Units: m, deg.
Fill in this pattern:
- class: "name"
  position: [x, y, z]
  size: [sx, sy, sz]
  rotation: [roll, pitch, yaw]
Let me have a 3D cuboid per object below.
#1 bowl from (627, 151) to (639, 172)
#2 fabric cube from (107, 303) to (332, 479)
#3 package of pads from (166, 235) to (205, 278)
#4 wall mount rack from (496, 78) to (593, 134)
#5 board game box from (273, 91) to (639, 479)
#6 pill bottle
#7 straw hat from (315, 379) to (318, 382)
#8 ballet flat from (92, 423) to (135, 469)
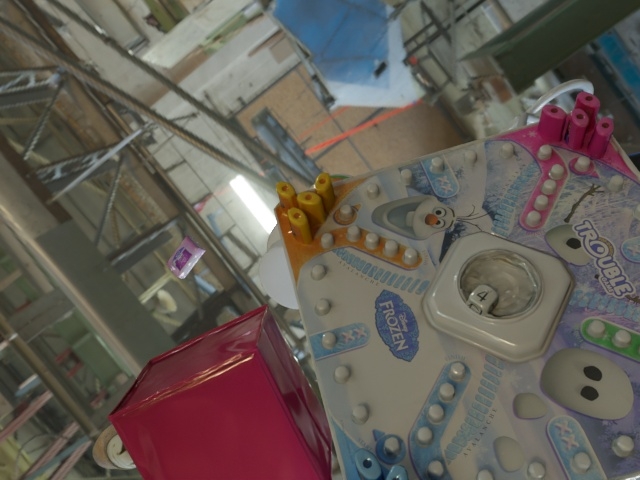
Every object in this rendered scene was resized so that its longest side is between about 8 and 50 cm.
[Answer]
- class: "bowl"
  position: [0.694, -0.065, 1.364]
  size: [0.077, 0.391, 0.391]
  rotation: [60, -174, -29]
- class: "fabric cube"
  position: [-0.147, 0.297, 1.058]
  size: [0.259, 0.254, 0.258]
  rotation: [-90, -25, -81]
- class: "package of pads"
  position: [-0.292, 0.036, 1.384]
  size: [0.050, 0.083, 0.032]
  rotation: [41, -173, 31]
- class: "wall mount rack"
  position: [0.263, -0.081, 0.942]
  size: [0.304, 0.350, 0.130]
  rotation: [1, -128, -43]
- class: "board game box"
  position: [0.173, 0.042, 0.618]
  size: [0.050, 0.390, 0.390]
  rotation: [74, 179, -54]
- class: "pill bottle"
  position: [0.000, 0.000, 0.987]
  size: [0.136, 0.136, 0.245]
  rotation: [52, -148, -9]
- class: "straw hat"
  position: [0.065, 0.238, 1.115]
  size: [0.144, 0.061, 0.144]
  rotation: [17, 165, 4]
- class: "ballet flat"
  position: [-0.366, 0.411, 1.344]
  size: [0.107, 0.316, 0.106]
  rotation: [54, -169, -13]
